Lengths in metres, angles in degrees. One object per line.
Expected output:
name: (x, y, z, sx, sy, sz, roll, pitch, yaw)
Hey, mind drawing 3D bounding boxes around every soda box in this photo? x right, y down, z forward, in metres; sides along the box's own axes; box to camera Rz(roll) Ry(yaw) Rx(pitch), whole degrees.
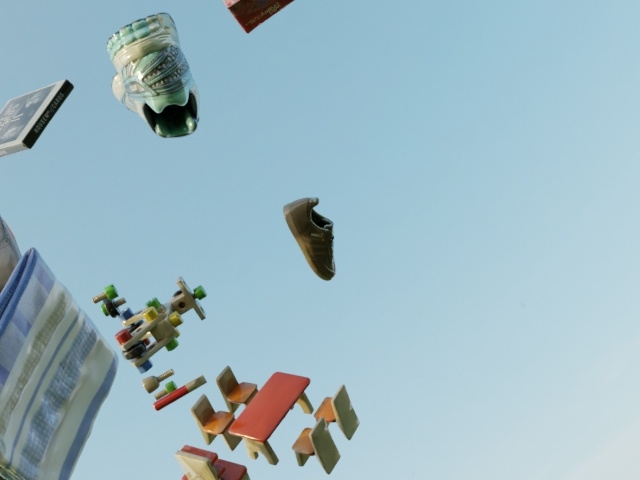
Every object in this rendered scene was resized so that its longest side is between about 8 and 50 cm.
soda box: (-0.071, -0.527, 1.448, 0.263, 0.084, 0.092, -32, -26, 8)

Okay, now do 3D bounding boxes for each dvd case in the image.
dvd case: (-0.638, -0.249, 1.571, 0.238, 0.179, 0.029, -5, -39, 39)

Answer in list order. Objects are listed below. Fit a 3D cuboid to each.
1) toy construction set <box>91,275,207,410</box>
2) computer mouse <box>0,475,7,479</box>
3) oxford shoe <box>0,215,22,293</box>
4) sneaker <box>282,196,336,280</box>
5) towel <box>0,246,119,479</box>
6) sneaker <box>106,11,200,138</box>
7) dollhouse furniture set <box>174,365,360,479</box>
toy construction set: (-0.369, 0.231, 1.849, 0.237, 0.309, 0.257, -28, -11, -7)
computer mouse: (-0.542, 0.390, 1.271, 0.183, 0.060, 0.262, -5, -57, -10)
oxford shoe: (-0.539, -0.065, 1.046, 0.130, 0.364, 0.133, -35, -9, -34)
sneaker: (0.000, 0.000, 1.368, 0.071, 0.066, 0.188, -21, -52, 14)
towel: (-0.313, 0.165, 0.841, 0.034, 0.209, 0.285, 11, -31, 11)
sneaker: (-0.211, -0.182, 0.975, 0.110, 0.122, 0.283, -23, -3, -6)
dollhouse furniture set: (-0.110, 0.309, 1.217, 0.259, 0.261, 0.135, -49, -50, -43)
